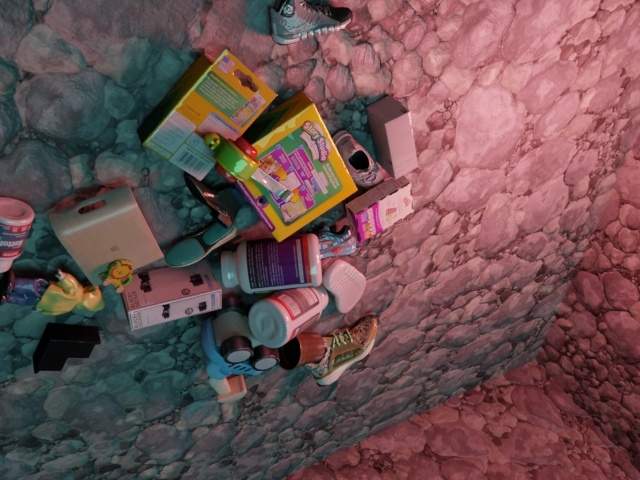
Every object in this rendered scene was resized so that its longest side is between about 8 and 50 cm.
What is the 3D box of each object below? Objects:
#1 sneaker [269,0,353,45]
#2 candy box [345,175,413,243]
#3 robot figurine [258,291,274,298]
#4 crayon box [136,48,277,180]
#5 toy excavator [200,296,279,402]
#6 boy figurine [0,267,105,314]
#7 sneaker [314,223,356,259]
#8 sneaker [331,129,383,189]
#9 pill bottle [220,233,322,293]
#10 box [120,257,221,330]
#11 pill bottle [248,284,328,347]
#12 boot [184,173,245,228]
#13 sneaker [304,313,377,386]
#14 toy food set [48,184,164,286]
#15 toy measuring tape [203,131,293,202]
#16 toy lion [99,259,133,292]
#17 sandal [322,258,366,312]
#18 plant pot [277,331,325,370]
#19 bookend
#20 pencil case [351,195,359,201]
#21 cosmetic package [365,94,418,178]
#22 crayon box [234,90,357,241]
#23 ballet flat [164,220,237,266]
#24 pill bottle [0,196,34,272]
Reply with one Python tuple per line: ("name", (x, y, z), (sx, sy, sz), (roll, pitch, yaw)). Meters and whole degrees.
("sneaker", (-0.024, -0.593, 1.351), (0.228, 0.086, 0.132), (-23, 134, -12))
("candy box", (0.208, -0.112, 1.845), (0.233, 0.071, 0.159), (-30, 141, -12))
("robot figurine", (-0.191, 0.157, 1.935), (0.101, 0.067, 0.115), (-2, 129, -38))
("crayon box", (-0.299, -0.338, 1.404), (0.323, 0.083, 0.203), (-45, 137, 11))
("toy excavator", (-0.351, 0.460, 2.039), (0.445, 0.222, 0.433), (-35, 140, 20))
("boy figurine", (-0.765, 0.149, 1.538), (0.285, 0.092, 0.177), (12, 127, -41))
("sneaker", (0.000, 0.000, 1.917), (0.261, 0.104, 0.125), (-10, 106, -18))
("sneaker", (0.131, -0.239, 1.747), (0.105, 0.115, 0.281), (-43, 138, 9))
("pill bottle", (-0.160, 0.080, 1.764), (0.322, 0.181, 0.181), (-6, 134, -1))
("box", (-0.478, 0.167, 1.685), (0.289, 0.169, 0.087), (-12, 133, -23))
("pill bottle", (-0.103, 0.251, 1.931), (0.318, 0.176, 0.176), (-24, 146, -56))
("boot", (-0.315, -0.145, 1.596), (0.106, 0.082, 0.219), (-50, 135, -18))
("sneaker", (0.083, 0.470, 2.358), (0.410, 0.158, 0.182), (-46, 120, 4))
("toy food set", (-0.600, -0.008, 1.520), (0.219, 0.092, 0.306), (-24, 145, -13))
("toy measuring tape", (-0.182, -0.182, 1.441), (0.121, 0.121, 0.330), (-45, 127, 11))
("toy lion", (-0.590, 0.100, 1.558), (0.096, 0.034, 0.100), (-38, 149, -4))
("sandal", (0.085, 0.162, 2.098), (0.169, 0.102, 0.416), (-45, 153, -11))
("plant pot", (-0.080, 0.453, 2.219), (0.165, 0.167, 0.167), (5, 125, -46))
("bookend", (-0.816, 0.351, 1.704), (0.157, 0.072, 0.156), (13, 121, -40))
("pencil case", (0.176, -0.106, 1.934), (0.070, 0.065, 0.151), (-29, 146, 32))
("cosmetic package", (0.234, -0.334, 1.721), (0.107, 0.127, 0.238), (-31, 136, -6))
("crayon box", (-0.095, -0.214, 1.620), (0.313, 0.106, 0.363), (-35, 134, -2))
("ballet flat", (-0.373, 0.013, 1.684), (0.248, 0.086, 0.086), (-30, 138, -9))
("pill bottle", (-0.813, -0.010, 1.353), (0.108, 0.108, 0.180), (11, 121, -39))
